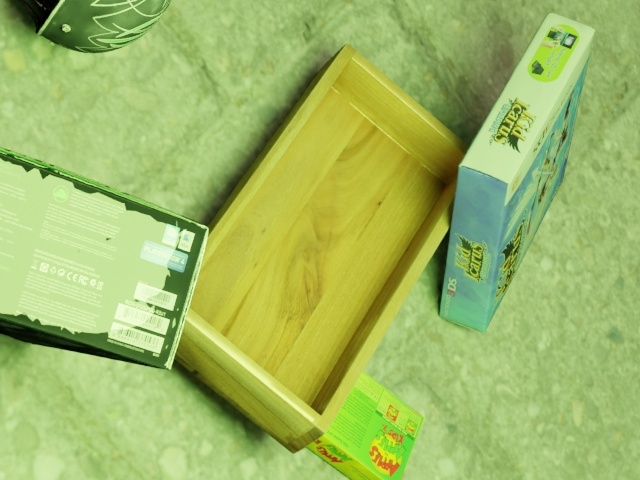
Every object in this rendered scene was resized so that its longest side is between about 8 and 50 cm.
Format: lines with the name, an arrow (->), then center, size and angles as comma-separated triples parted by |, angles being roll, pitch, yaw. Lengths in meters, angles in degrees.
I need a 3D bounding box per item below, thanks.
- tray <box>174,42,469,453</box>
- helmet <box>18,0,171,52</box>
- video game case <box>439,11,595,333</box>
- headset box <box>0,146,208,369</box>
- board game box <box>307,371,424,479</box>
tray -> 0.000, 0.000, 1.941 | 0.203, 0.076, 0.411 | 40, 52, -8
helmet -> -0.216, -0.262, 1.822 | 0.169, 0.169, 0.161 | -27, 78, -41
video game case -> 0.213, -0.070, 2.062 | 0.061, 0.269, 0.244 | 23, 55, 15
headset box -> -0.280, 0.008, 1.623 | 0.246, 0.283, 0.131 | 21, 80, -32
board game box -> 0.018, 0.177, 1.961 | 0.181, 0.043, 0.092 | 38, 57, -24
